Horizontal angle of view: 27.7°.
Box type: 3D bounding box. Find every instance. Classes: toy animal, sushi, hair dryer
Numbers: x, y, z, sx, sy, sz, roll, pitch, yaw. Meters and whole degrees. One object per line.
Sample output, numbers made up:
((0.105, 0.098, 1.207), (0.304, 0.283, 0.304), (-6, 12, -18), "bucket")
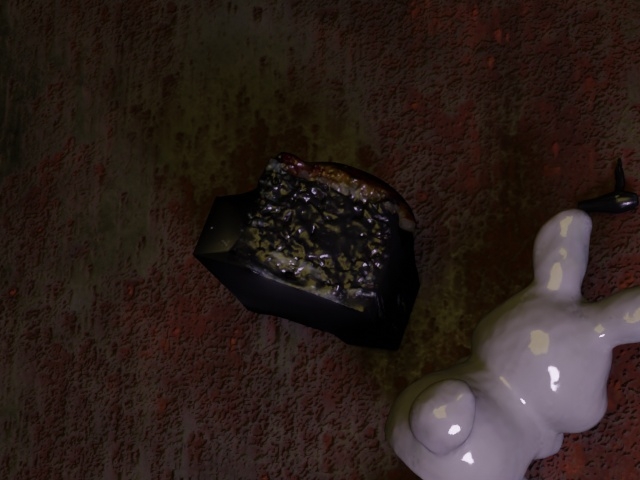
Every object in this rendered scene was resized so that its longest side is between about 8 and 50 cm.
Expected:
((0.245, 0.148, 1.549), (0.367, 0.241, 0.196), (-45, 65, -3), "toy animal")
((0.001, 0.000, 1.699), (0.227, 0.215, 0.212), (13, 74, 22), "sushi")
((0.382, -0.071, 1.717), (0.079, 0.031, 0.083), (-5, 54, 25), "hair dryer")
